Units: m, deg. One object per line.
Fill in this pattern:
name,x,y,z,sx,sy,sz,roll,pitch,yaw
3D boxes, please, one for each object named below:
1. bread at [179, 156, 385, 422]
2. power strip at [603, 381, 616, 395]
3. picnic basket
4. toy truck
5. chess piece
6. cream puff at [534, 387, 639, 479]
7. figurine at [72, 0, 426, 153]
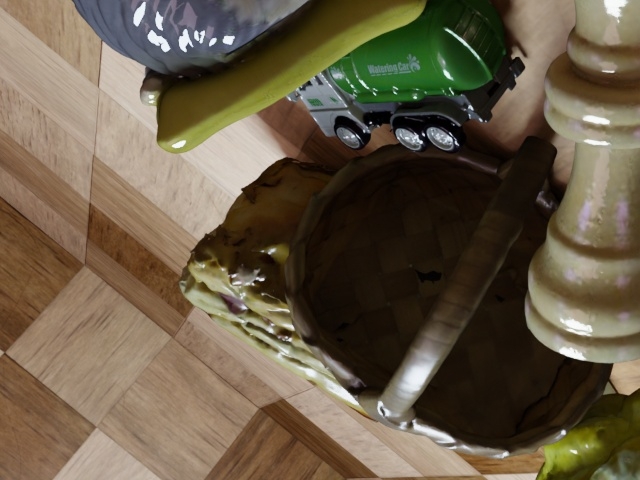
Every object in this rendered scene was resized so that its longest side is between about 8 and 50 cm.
bread,0.032,0.037,1.166,0.324,0.277,0.167,36,137,6
power strip,0.380,0.273,1.266,0.062,0.091,0.385,8,144,51
picnic basket,0.130,0.040,0.892,0.337,0.293,0.337,30,168,7
toy truck,0.070,-0.156,0.870,0.242,0.101,0.125,6,144,54
chess piece,0.204,-0.103,0.640,0.117,0.117,0.397,23,133,36
cream puff,0.398,0.261,0.958,0.378,0.275,0.378,18,137,18
figurine,-0.128,-0.299,0.776,0.377,0.266,0.361,59,169,-21
